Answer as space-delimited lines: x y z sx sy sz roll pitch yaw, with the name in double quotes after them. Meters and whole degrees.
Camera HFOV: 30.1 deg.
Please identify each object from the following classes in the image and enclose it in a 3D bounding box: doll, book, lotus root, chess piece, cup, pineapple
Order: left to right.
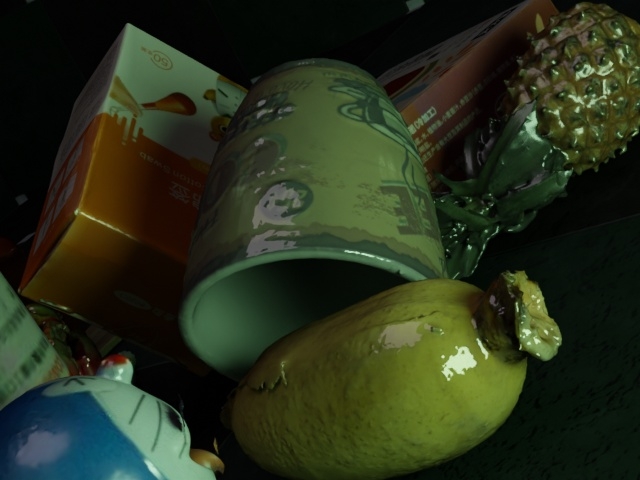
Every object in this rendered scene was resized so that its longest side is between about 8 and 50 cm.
-0.321 0.144 1.715 0.138 0.016 0.199 -14 24 48 "book"
-0.247 0.162 1.489 0.042 0.042 0.093 -32 9 3 "chess piece"
-0.101 0.191 0.730 0.161 0.257 0.215 -48 21 -9 "doll"
0.000 0.000 1.078 0.227 0.301 0.257 4 53 -1 "cup"
0.049 0.112 0.898 0.303 0.131 0.146 -25 15 36 "lotus root"
0.197 -0.077 1.199 0.364 0.165 0.165 -47 19 -17 "pineapple"

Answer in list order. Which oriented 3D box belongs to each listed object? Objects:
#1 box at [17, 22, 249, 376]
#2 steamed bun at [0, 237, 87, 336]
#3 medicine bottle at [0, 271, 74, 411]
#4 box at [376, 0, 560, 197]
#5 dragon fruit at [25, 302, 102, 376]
-0.168 -0.047 1.282 0.143 0.225 0.341 -48 26 33 "box"
-0.512 0.179 1.559 0.248 0.235 0.379 -17 26 42 "steamed bun"
-0.279 0.163 0.897 0.219 0.388 0.219 -29 15 8 "medicine bottle"
0.088 -0.113 1.464 0.385 0.122 0.344 -42 13 -30 "box"
-0.312 0.187 1.174 0.237 0.231 0.302 -32 18 -9 "dragon fruit"
